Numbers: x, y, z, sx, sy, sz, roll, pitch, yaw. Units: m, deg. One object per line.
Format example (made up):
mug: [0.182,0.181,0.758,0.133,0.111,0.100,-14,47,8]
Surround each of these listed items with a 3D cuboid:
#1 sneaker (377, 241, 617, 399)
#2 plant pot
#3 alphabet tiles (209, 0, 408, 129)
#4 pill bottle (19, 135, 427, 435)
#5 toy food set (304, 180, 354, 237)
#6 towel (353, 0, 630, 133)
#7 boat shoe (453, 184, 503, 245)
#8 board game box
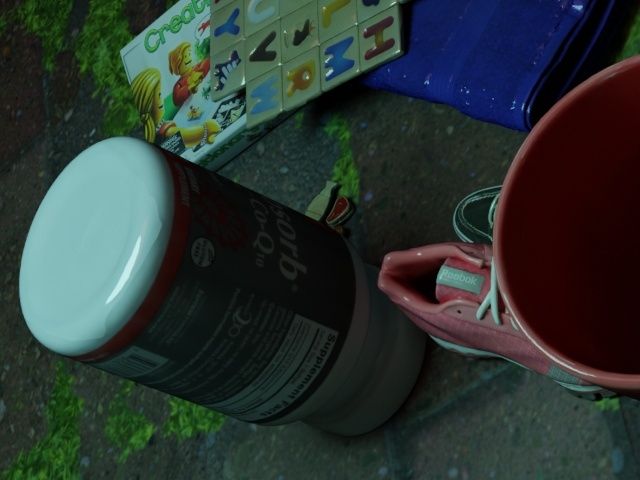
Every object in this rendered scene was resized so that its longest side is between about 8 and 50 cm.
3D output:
sneaker: [0.171,0.062,1.695,0.314,0.136,0.116,5,74,50]
plant pot: [0.306,0.020,1.448,0.275,0.243,0.275,-16,61,30]
alphabet tiles: [-0.002,-0.283,2.042,0.342,0.011,0.285,-23,58,39]
pill bottle: [-0.085,0.057,1.810,0.210,0.363,0.210,-26,53,39]
toy food set: [0.000,0.000,2.026,0.122,0.019,0.078,-56,38,-1]
towel: [0.175,-0.226,1.908,0.308,0.076,0.227,22,81,53]
boat shoe: [0.196,-0.023,1.762,0.219,0.070,0.077,7,71,49]
board game box: [-0.095,-0.214,2.187,0.305,0.053,0.193,-35,62,33]
